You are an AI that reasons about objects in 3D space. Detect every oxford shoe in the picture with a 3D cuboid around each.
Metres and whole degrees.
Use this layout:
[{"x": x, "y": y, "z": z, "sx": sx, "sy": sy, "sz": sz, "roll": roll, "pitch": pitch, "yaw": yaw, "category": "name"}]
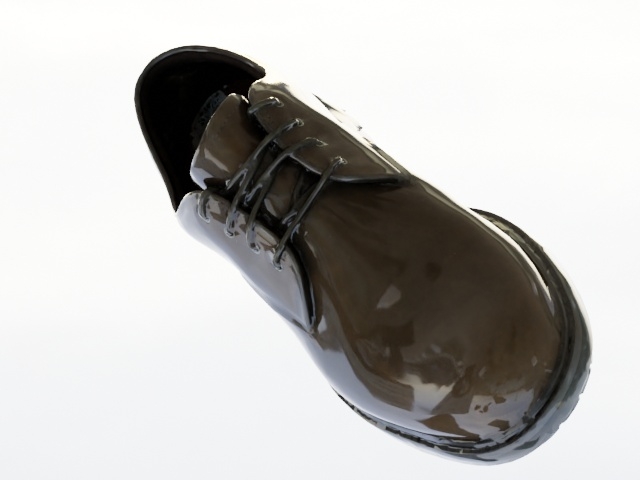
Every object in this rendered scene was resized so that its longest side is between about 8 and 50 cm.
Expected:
[{"x": 0.000, "y": 0.000, "z": 0.657, "sx": 0.083, "sy": 0.096, "sz": 0.227, "roll": -56, "pitch": -138, "yaw": 3, "category": "oxford shoe"}]
